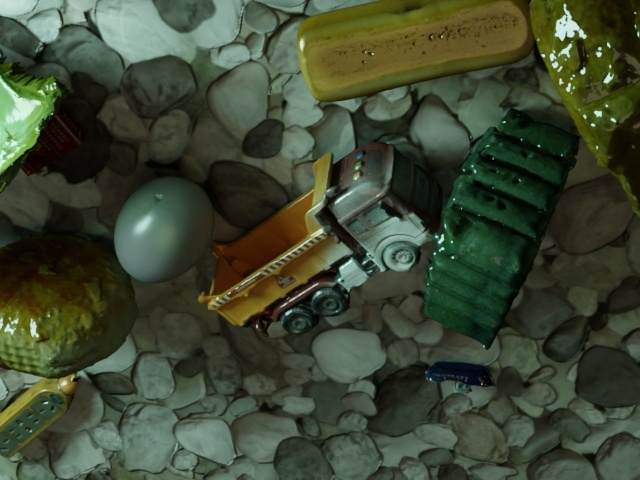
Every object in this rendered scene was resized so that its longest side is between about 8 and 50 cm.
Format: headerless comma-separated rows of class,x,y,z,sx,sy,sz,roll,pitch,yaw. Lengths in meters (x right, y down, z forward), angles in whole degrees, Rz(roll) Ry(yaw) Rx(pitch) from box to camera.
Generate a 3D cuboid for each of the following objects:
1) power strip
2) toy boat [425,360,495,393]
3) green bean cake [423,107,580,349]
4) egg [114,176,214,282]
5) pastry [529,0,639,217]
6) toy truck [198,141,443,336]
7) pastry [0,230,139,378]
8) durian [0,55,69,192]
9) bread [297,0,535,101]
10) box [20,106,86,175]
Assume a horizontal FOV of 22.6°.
power strip,-0.356,0.214,1.991,0.049,0.028,0.178,40,120,-19
toy boat,0.165,0.163,1.878,0.083,0.038,0.038,6,126,3
green bean cake,0.186,-0.010,1.695,0.107,0.193,0.208,21,150,9
egg,-0.173,-0.011,1.759,0.103,0.103,0.135,30,127,-13
pastry,0.297,-0.166,1.507,0.132,0.235,0.240,-29,126,20
toy truck,0.000,0.000,1.743,0.270,0.114,0.135,-33,120,29
pastry,-0.305,0.067,1.791,0.192,0.182,0.093,10,130,15
durian,-0.431,-0.094,1.678,0.394,0.198,0.163,-19,117,21
bread,0.097,-0.203,1.604,0.239,0.074,0.093,-10,107,13
box,-0.305,-0.111,1.755,0.082,0.023,0.051,-28,116,24
